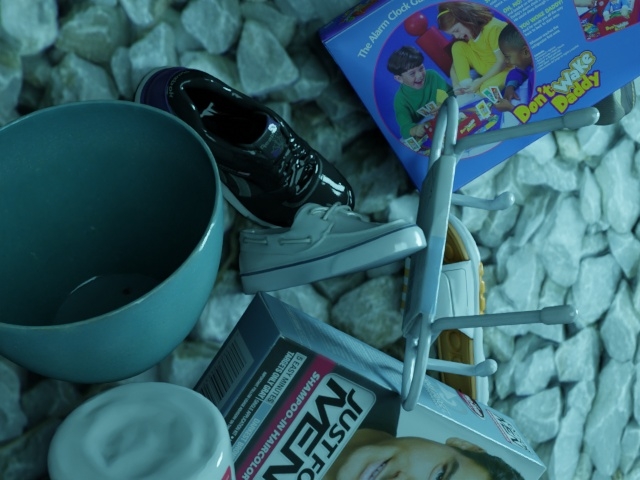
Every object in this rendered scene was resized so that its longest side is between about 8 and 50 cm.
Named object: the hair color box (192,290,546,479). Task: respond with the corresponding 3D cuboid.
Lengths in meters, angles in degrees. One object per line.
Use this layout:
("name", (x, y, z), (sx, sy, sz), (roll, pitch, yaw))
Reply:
("hair color box", (0.045, 0.227, 1.689), (0.374, 0.113, 0.185), (28, 103, -26))

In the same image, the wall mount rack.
("wall mount rack", (0.173, 0.004, 1.570), (0.130, 0.304, 0.350), (10, 73, -5))

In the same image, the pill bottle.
("pill bottle", (-0.163, 0.312, 1.529), (0.176, 0.176, 0.318), (-25, 132, -25))

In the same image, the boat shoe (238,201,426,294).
("boat shoe", (0.000, 0.000, 1.615), (0.095, 0.258, 0.084), (-11, 88, -49))

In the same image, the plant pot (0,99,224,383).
("plant pot", (-0.226, 0.030, 1.512), (0.290, 0.290, 0.195), (-38, 144, -22))

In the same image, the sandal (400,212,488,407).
("sandal", (0.140, 0.096, 1.775), (0.076, 0.102, 0.265), (-13, 99, -30))

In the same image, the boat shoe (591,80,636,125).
("boat shoe", (0.324, -0.317, 1.845), (0.130, 0.132, 0.355), (-25, 104, -25))

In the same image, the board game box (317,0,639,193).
("board game box", (0.206, -0.231, 1.726), (0.347, 0.078, 0.233), (-32, 108, 7))

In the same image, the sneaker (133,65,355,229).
("sneaker", (-0.066, -0.089, 1.649), (0.283, 0.124, 0.107), (31, 78, -25))
